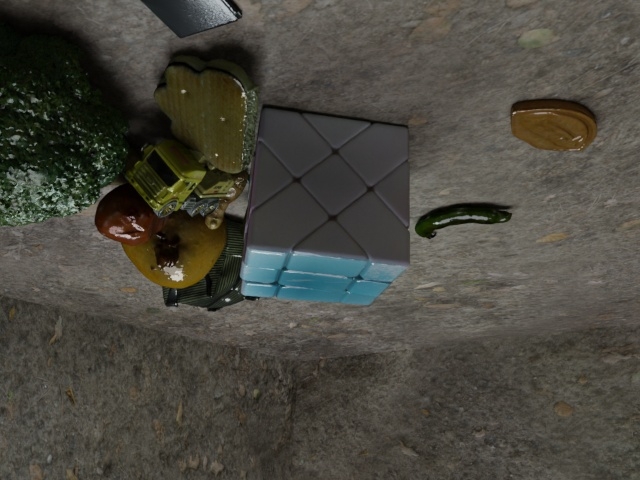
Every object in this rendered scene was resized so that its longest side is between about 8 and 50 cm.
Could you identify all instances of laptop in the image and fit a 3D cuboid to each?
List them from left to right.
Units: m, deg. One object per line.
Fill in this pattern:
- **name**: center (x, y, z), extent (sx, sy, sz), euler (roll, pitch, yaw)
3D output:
- **laptop**: center (-0.218, -0.379, 0.955), extent (0.129, 0.016, 0.180), euler (-6, 157, 26)

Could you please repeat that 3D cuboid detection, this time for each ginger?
- **ginger**: center (-0.237, -0.108, 1.529), extent (0.067, 0.165, 0.096), euler (31, -172, -24)

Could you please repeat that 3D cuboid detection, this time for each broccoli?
- **broccoli**: center (-0.533, -0.195, 1.115), extent (0.413, 0.310, 0.321), euler (-6, 166, -30)

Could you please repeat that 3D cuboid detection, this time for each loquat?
- **loquat**: center (-0.378, -0.007, 1.615), extent (0.275, 0.275, 0.275), euler (3, 160, 1)

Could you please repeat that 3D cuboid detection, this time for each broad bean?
- **broad bean**: center (0.361, -0.050, 1.698), extent (0.144, 0.049, 0.292), euler (11, 161, -37)

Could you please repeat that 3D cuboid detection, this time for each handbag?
- **handbag**: center (-0.332, 0.083, 1.906), extent (0.341, 0.240, 0.247), euler (-17, 155, 41)

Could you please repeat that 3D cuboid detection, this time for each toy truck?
- **toy truck**: center (-0.280, -0.143, 1.350), extent (0.157, 0.124, 0.272), euler (-45, 170, 15)

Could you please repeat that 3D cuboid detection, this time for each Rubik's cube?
- **Rubik's cube**: center (0.000, -0.057, 1.352), extent (0.322, 0.318, 0.316), euler (7, 158, -10)

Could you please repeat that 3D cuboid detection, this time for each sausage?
- **sausage**: center (-0.410, -0.065, 1.373), extent (0.133, 0.133, 0.258), euler (4, -166, 0)

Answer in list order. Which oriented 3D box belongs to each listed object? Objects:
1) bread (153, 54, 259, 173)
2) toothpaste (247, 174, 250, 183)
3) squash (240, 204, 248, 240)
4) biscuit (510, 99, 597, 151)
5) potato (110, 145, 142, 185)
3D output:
- **bread**: center (-0.214, -0.247, 1.177), extent (0.207, 0.056, 0.286), euler (28, 148, 3)
- **toothpaste**: center (-0.148, -0.148, 1.562), extent (0.083, 0.017, 0.020), euler (8, 159, -10)
- **squash**: center (-0.131, -0.076, 1.629), extent (0.192, 0.184, 0.085), euler (-7, 118, 20)
- **biscuit**: center (0.462, -0.223, 1.235), extent (0.221, 0.029, 0.142), euler (20, 154, -36)
- **potato**: center (-0.508, -0.174, 1.403), extent (0.243, 0.098, 0.138), euler (-5, 174, -29)
